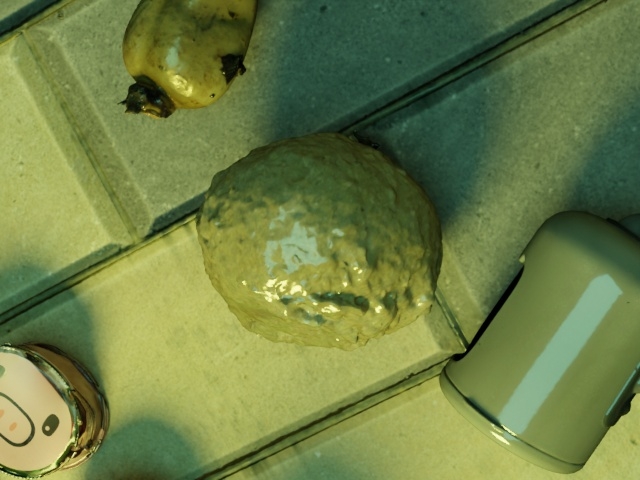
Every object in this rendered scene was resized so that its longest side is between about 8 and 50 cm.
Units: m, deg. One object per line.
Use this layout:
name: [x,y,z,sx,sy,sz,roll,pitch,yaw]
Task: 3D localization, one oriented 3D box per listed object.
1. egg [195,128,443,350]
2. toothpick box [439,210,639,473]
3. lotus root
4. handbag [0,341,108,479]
egg: [0.000,0.000,1.567,0.310,0.279,0.279,11,101,-7]
toothpick box: [0.317,0.109,1.550,0.229,0.229,0.316,33,102,4]
lotus root: [-0.160,-0.260,1.619,0.154,0.140,0.257,31,93,18]
handbag: [-0.395,0.231,1.746,0.205,0.116,0.179,43,102,2]
